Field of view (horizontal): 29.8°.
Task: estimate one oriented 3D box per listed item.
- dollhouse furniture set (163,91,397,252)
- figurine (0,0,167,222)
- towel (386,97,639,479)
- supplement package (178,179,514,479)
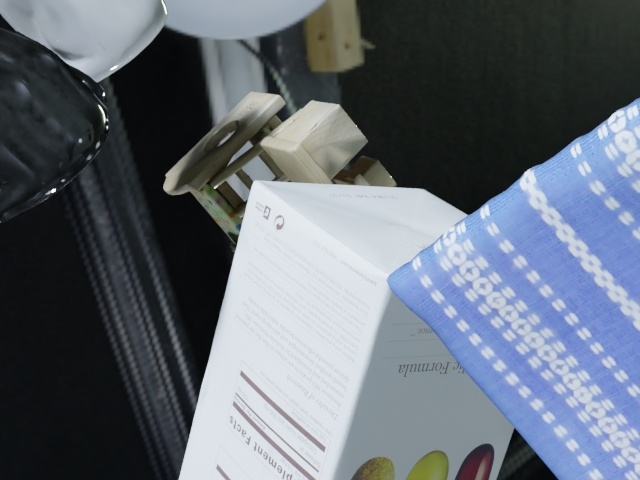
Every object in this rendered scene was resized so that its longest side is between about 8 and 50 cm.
[{"bbox_3d":[0.000,0.000,0.843,0.101,0.161,0.182,-46,-66,-11],"label":"dollhouse furniture set"},{"bbox_3d":[-0.194,-0.153,0.662,0.209,0.092,0.215,50,-150,-26],"label":"figurine"},{"bbox_3d":[0.199,0.030,0.317,0.243,0.336,0.040,50,-139,-4],"label":"towel"},{"bbox_3d":[0.020,0.103,0.707,0.139,0.134,0.244,0,-67,-37],"label":"supplement package"}]
